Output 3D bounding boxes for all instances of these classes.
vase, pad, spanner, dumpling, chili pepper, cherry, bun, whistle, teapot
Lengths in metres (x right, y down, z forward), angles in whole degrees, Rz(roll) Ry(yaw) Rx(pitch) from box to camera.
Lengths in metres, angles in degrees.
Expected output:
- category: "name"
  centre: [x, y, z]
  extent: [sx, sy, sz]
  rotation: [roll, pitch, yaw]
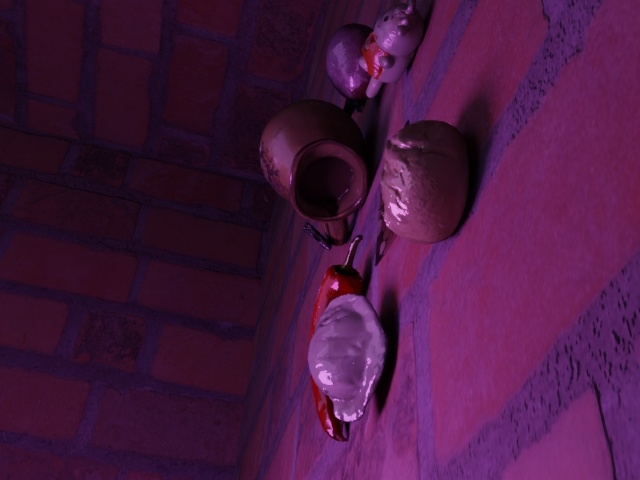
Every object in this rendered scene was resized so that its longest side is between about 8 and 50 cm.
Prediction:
- category: "vase"
  centre: [0.006, -0.132, 1.713]
  extent: [0.302, 0.240, 0.329]
  rotation: [-115, 7, -55]
- category: "pad"
  centre: [0.130, -0.085, 1.400]
  extent: [0.158, 0.003, 0.235]
  rotation: [115, 165, -57]
- category: "spanner"
  centre: [0.000, 0.000, 1.841]
  extent: [0.026, 0.093, 0.325]
  rotation: [-47, 7, 1]
- category: "dumpling"
  centre: [0.057, 0.182, 1.224]
  extent: [0.108, 0.152, 0.219]
  rotation: [40, -147, -50]
- category: "chili pepper"
  centre: [0.038, 0.179, 1.423]
  extent: [0.137, 0.092, 0.369]
  rotation: [-16, 68, 60]
- category: "cherry"
  centre: [0.085, -0.401, 1.730]
  extent: [0.176, 0.140, 0.176]
  rotation: [170, 90, -71]
- category: "bun"
  centre: [0.128, -0.081, 1.024]
  extent: [0.164, 0.111, 0.188]
  rotation: [107, 168, -48]
- category: "whistle"
  centre: [0.134, -0.369, 1.478]
  extent: [0.101, 0.106, 0.253]
  rotation: [-36, -15, -27]
- category: "teapot"
  centre: [0.088, -0.369, 1.951]
  extent: [0.083, 0.049, 0.064]
  rotation: [-87, 12, -47]

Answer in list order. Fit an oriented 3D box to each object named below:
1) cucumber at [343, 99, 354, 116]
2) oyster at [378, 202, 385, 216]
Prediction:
- category: "cucumber"
  centre: [0.088, -0.384, 2.027]
  extent: [0.034, 0.033, 0.135]
  rotation: [-81, 8, -62]
- category: "oyster"
  centre: [0.125, -0.057, 1.279]
  extent: [0.051, 0.034, 0.093]
  rotation: [-36, 27, 42]
